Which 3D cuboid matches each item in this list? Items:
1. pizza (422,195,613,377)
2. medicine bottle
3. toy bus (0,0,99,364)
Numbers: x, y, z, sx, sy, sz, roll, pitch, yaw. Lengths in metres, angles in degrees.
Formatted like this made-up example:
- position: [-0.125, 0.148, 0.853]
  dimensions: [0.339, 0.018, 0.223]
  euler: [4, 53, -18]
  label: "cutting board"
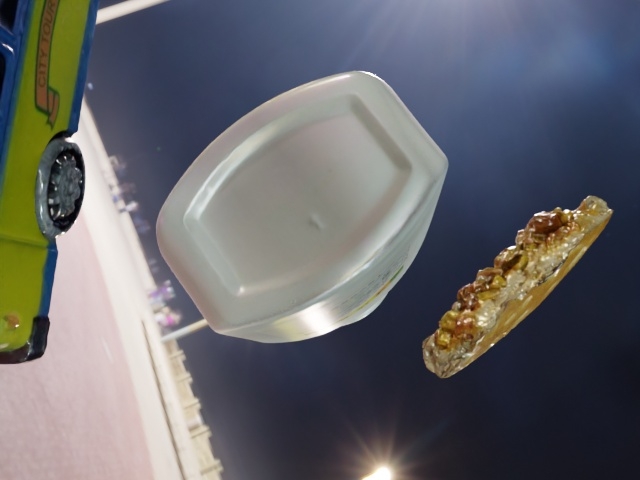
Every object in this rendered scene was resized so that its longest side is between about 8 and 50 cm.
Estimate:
- position: [0.198, 0.042, 0.778]
  dimensions: [0.058, 0.246, 0.127]
  euler: [43, 4, 22]
  label: "pizza"
- position: [0.000, 0.000, 0.583]
  dimensions: [0.124, 0.179, 0.324]
  euler: [52, -1, 12]
  label: "medicine bottle"
- position: [-0.185, -0.091, 0.329]
  dimensions: [0.175, 0.138, 0.287]
  euler: [54, 44, -83]
  label: "toy bus"
